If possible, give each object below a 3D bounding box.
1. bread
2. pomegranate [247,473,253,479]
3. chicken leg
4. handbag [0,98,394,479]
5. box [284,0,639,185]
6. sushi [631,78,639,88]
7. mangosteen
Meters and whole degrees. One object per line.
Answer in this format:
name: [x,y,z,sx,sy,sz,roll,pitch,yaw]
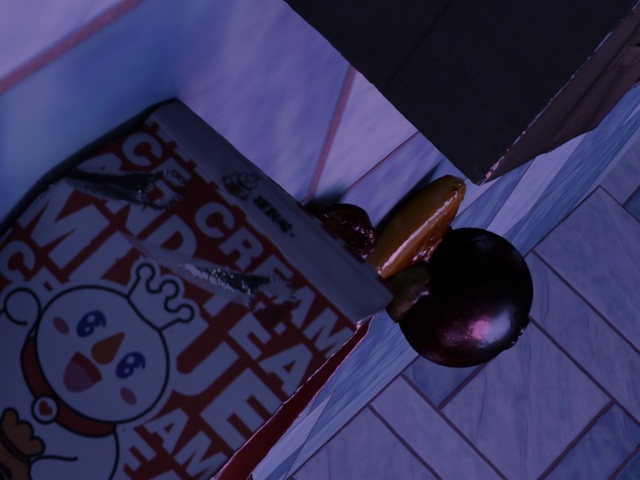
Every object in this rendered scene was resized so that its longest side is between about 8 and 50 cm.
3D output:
bread: [0.096,-0.002,1.286,0.136,0.054,0.154,-41,162,-26]
pomegranate: [-0.141,0.244,1.181,0.152,0.131,0.191,-21,132,-51]
chicken leg: [0.005,-0.002,0.987,0.093,0.053,0.205,-25,170,24]
handbag: [-0.108,0.084,0.589,0.298,0.171,0.151,-45,167,9]
box: [0.123,-0.146,0.622,0.149,0.155,0.231,-51,168,28]
sushi: [0.289,-0.291,0.837,0.359,0.064,0.343,-27,140,-60]
mangosteen: [0.182,0.070,1.481,0.210,0.210,0.210,-43,168,-11]
